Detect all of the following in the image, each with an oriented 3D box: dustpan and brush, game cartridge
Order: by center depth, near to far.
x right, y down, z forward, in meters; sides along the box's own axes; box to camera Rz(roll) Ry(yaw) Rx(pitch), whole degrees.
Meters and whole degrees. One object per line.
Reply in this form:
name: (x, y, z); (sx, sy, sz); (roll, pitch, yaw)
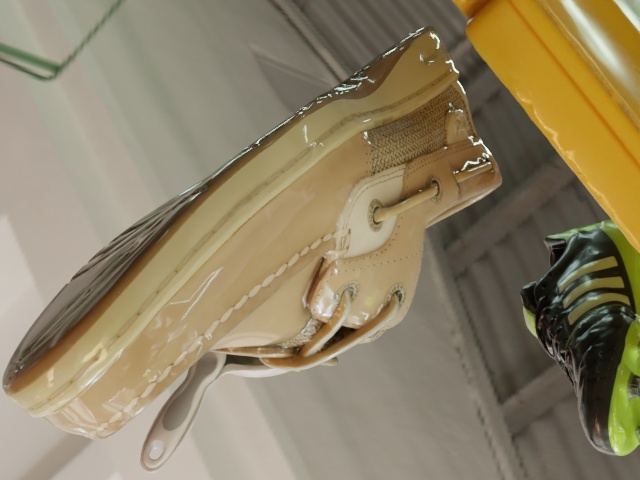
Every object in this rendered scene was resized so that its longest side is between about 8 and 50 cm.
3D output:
game cartridge: (0.214, -0.072, 0.652); (0.053, 0.324, 0.285); (-39, -89, 32)
dustpan and brush: (-0.054, 0.057, 0.742); (0.147, 0.060, 0.211); (24, -114, 9)

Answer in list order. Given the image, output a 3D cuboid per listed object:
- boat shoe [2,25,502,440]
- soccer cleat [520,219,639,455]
boat shoe: (0.000, 0.000, 0.547); (0.121, 0.341, 0.110); (-30, -83, 40)
soccer cleat: (0.138, 0.048, 0.611); (0.072, 0.179, 0.060); (-8, -62, 21)
